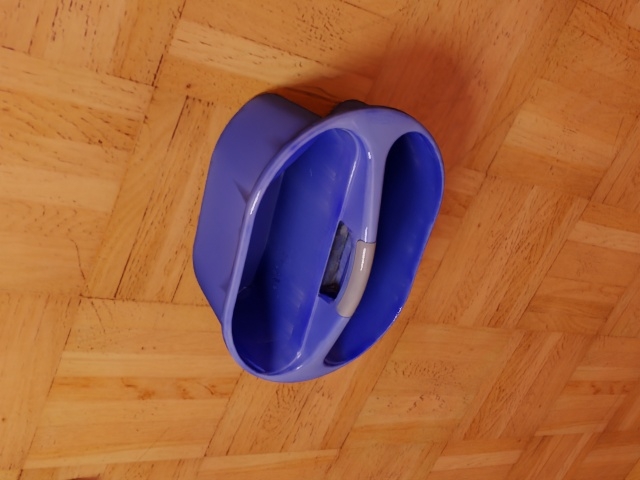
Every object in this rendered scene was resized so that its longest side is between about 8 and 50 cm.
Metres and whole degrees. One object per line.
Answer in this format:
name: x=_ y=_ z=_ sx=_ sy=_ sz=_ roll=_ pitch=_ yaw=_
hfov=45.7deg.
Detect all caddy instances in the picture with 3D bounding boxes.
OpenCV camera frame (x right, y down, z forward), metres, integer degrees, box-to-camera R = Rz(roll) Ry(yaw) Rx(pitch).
caddy: x=0.000 y=0.000 z=0.837 sx=0.241 sy=0.179 sz=0.341 roll=-4 pitch=122 yaw=-33
